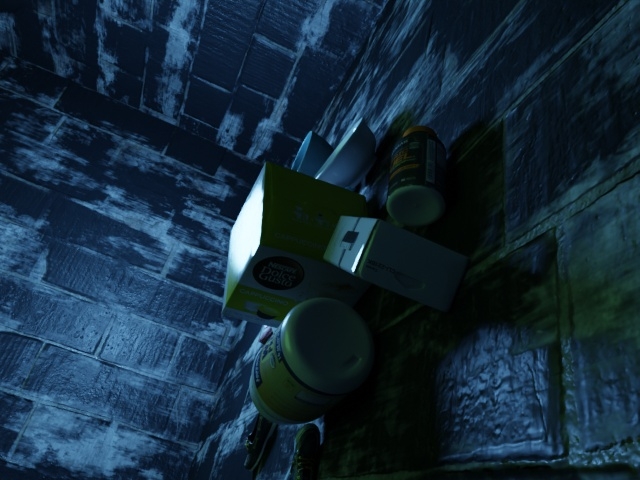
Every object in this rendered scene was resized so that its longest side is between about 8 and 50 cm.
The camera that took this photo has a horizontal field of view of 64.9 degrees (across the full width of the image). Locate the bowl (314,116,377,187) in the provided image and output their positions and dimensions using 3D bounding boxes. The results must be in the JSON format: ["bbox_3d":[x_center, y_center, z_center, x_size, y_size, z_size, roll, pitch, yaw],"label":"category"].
[{"bbox_3d":[0.107,-0.281,1.797,0.297,0.134,0.298,-50,8,9],"label":"bowl"}]

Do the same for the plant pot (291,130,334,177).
[{"bbox_3d":[-0.015,-0.337,2.351,0.290,0.196,0.290,-158,90,-77],"label":"plant pot"}]

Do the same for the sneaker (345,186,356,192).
[{"bbox_3d":[0.096,-0.238,2.002,0.110,0.107,0.275,-41,28,22],"label":"sneaker"}]

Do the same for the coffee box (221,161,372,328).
[{"bbox_3d":[-0.071,0.035,1.490,0.338,0.338,0.334,-91,26,-43],"label":"coffee box"}]

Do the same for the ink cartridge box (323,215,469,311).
[{"bbox_3d":[0.139,0.037,1.018,0.273,0.197,0.114,-157,89,-78],"label":"ink cartridge box"}]

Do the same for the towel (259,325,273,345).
[{"bbox_3d":[-0.179,0.271,2.185,0.237,0.037,0.329,-55,15,27],"label":"towel"}]

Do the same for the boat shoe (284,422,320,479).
[{"bbox_3d":[-0.036,0.541,1.210,0.083,0.065,0.183,-163,89,-75],"label":"boat shoe"}]

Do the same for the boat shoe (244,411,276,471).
[{"bbox_3d":[-0.217,0.677,1.715,0.081,0.069,0.227,-125,58,-76],"label":"boat shoe"}]

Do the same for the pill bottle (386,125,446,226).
[{"bbox_3d":[0.225,-0.159,1.161,0.130,0.131,0.245,126,163,-47],"label":"pill bottle"}]

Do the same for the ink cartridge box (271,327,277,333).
[{"bbox_3d":[-0.128,0.329,1.835,0.099,0.056,0.135,-53,52,49],"label":"ink cartridge box"}]

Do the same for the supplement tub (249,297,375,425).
[{"bbox_3d":[-0.034,0.304,1.215,0.316,0.229,0.228,125,162,-46],"label":"supplement tub"}]
